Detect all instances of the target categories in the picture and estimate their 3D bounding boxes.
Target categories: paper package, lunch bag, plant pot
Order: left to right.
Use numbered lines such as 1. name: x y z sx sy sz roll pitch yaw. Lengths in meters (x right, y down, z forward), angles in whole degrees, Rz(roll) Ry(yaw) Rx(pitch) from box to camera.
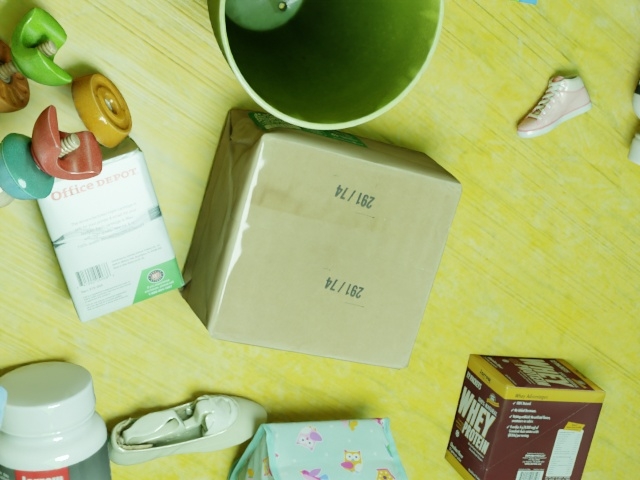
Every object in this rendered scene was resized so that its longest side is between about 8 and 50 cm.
1. plant pot: -0.032 -0.304 1.420 0.275 0.293 0.275 -7 110 -19
2. lunch bag: -0.019 0.387 1.743 0.223 0.160 0.262 1 144 -23
3. paper package: 0.000 0.000 1.613 0.325 0.168 0.309 11 102 -24

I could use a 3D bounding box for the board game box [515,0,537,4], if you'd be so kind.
1. board game box: 0.219 -0.517 1.565 0.233 0.078 0.347 3 107 -22

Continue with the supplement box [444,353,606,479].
1. supplement box: 0.334 0.304 1.872 0.191 0.129 0.194 5 106 -22

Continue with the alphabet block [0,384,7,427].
1. alphabet block: -0.531 0.268 1.446 0.193 0.197 0.192 19 66 -25

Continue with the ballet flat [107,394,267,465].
1. ballet flat: -0.195 0.272 1.672 0.248 0.086 0.086 -14 113 -17

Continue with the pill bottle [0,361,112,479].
1. pill bottle: -0.373 0.326 1.585 0.161 0.161 0.283 -9 112 -18

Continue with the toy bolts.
1. toy bolts: -0.358 -0.134 1.426 0.158 0.228 0.218 -25 143 18

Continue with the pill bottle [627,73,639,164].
1. pill bottle: 0.592 -0.262 1.739 0.188 0.188 0.334 10 104 -24

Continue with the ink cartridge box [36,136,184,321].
1. ink cartridge box: -0.290 -0.017 1.538 0.153 0.087 0.208 -19 115 -14

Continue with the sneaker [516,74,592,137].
1. sneaker: 0.351 -0.211 1.742 0.134 0.051 0.070 -27 114 -14
